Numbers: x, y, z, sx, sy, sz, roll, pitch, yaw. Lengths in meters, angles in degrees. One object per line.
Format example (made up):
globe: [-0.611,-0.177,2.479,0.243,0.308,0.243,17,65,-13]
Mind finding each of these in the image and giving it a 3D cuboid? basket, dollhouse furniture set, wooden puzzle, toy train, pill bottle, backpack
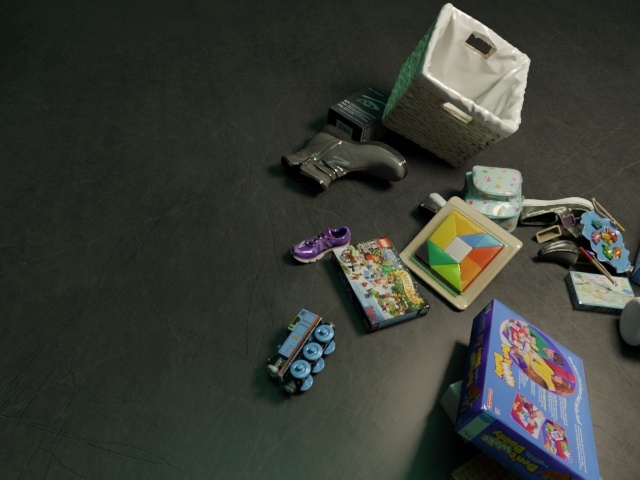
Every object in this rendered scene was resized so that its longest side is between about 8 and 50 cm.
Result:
basket: [0.407,-0.453,1.502,0.328,0.266,0.332,28,60,-11]
dollhouse furniture set: [0.664,-0.001,1.352,0.114,0.091,0.081,-23,20,11]
wooden puzzle: [0.351,0.024,1.257,0.239,0.044,0.221,-46,63,-5]
toy train: [-0.041,0.240,1.067,0.105,0.080,0.184,21,52,24]
pill bottle: [0.835,0.211,1.152,0.214,0.117,0.117,13,49,5]
backpack: [0.478,-0.112,1.375,0.165,0.144,0.189,9,55,9]

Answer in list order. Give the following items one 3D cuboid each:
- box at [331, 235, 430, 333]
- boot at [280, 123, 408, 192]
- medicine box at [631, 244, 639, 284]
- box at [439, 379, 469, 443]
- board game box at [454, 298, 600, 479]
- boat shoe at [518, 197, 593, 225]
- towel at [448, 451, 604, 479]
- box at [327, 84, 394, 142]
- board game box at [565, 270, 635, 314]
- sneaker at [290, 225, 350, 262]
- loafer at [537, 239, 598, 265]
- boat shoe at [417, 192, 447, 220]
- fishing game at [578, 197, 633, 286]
box: [0.144,0.102,1.222,0.159,0.044,0.233,-15,53,-17]
boot: [0.067,-0.206,1.451,0.338,0.118,0.223,25,53,29]
medicine box: [1.018,0.048,1.291,0.289,0.149,0.263,29,53,19]
box: [0.320,0.338,1.009,0.101,0.087,0.102,-17,52,-20]
board game box: [0.398,0.291,0.954,0.233,0.078,0.347,35,33,4]
boat shoe: [0.672,-0.072,1.412,0.219,0.078,0.070,-2,48,3]
towel: [0.445,0.531,0.891,0.271,0.040,0.370,-21,53,-22]
box: [0.144,-0.397,1.610,0.207,0.108,0.153,-35,60,-30]
board game box: [0.722,0.135,1.265,0.154,0.026,0.104,7,49,0]
sneaker: [0.000,0.000,1.278,0.169,0.071,0.068,-21,55,-21]
loafer: [0.668,0.038,1.324,0.169,0.062,0.061,-4,55,-8]
boat shoe: [0.352,-0.037,1.349,0.076,0.080,0.229,-34,62,-7]
fishing game: [0.773,0.000,1.320,0.189,0.041,0.264,47,48,-1]
